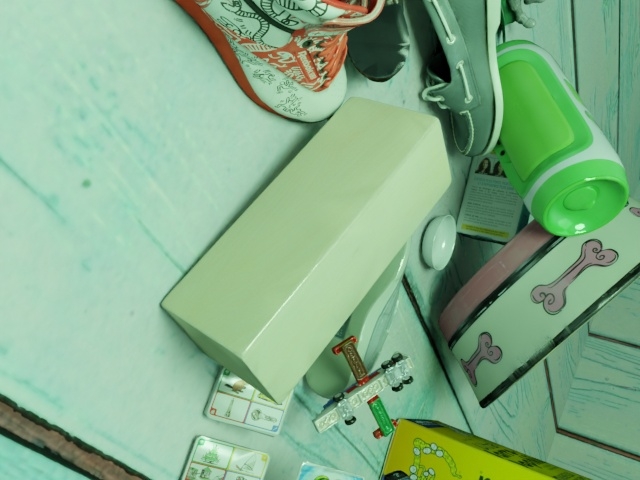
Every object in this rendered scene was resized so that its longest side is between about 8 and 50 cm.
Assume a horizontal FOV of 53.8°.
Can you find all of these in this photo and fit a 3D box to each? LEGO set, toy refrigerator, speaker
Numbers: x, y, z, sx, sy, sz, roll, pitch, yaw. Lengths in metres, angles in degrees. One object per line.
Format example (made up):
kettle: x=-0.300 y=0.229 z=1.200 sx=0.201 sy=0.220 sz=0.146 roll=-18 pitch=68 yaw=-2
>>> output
LEGO set: x=-0.002 y=0.182 z=0.643 sx=0.244 sy=0.060 sz=0.183 roll=22 pitch=81 yaw=-21
toy refrigerator: x=0.000 y=0.000 z=0.562 sx=0.269 sy=0.102 sz=0.094 roll=-51 pitch=141 yaw=-21
speaker: x=0.305 y=-0.149 z=0.866 sx=0.131 sy=0.131 sz=0.297 roll=60 pitch=15 yaw=-47

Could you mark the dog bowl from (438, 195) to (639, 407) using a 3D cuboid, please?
dog bowl: x=0.358 y=0.075 z=0.989 sx=0.408 sy=0.150 sz=0.408 roll=-35 pitch=159 yaw=-15

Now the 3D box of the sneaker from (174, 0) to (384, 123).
sneaker: x=-0.006 y=-0.164 z=0.490 sx=0.270 sy=0.145 sz=0.090 roll=38 pitch=70 yaw=-56

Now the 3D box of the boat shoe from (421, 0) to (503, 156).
boat shoe: x=0.168 y=-0.228 z=0.813 sx=0.099 sy=0.116 sz=0.319 roll=-20 pitch=139 yaw=-2

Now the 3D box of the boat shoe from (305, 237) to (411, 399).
boat shoe: x=0.050 y=0.074 z=0.739 sx=0.081 sy=0.079 sz=0.228 roll=23 pitch=88 yaw=-64

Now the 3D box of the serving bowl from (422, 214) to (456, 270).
serving bowl: x=0.172 y=0.001 z=0.934 sx=0.083 sy=0.027 sz=0.083 roll=-25 pitch=121 yaw=-51

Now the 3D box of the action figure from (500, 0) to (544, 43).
action figure: x=0.275 y=-0.406 z=0.918 sx=0.232 sy=0.063 sz=0.137 roll=32 pitch=78 yaw=-53

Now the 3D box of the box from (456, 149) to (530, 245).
box: x=0.301 y=-0.118 z=1.023 sx=0.060 sy=0.100 sz=0.244 roll=17 pitch=87 yaw=-59

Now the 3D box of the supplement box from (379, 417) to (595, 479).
supplement box: x=0.280 y=0.421 z=0.947 sx=0.194 sy=0.356 sz=0.195 roll=29 pitch=77 yaw=-57

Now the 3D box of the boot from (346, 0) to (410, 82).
boot: x=0.044 y=-0.263 z=0.624 sx=0.106 sy=0.082 sz=0.219 roll=-48 pitch=134 yaw=-84
